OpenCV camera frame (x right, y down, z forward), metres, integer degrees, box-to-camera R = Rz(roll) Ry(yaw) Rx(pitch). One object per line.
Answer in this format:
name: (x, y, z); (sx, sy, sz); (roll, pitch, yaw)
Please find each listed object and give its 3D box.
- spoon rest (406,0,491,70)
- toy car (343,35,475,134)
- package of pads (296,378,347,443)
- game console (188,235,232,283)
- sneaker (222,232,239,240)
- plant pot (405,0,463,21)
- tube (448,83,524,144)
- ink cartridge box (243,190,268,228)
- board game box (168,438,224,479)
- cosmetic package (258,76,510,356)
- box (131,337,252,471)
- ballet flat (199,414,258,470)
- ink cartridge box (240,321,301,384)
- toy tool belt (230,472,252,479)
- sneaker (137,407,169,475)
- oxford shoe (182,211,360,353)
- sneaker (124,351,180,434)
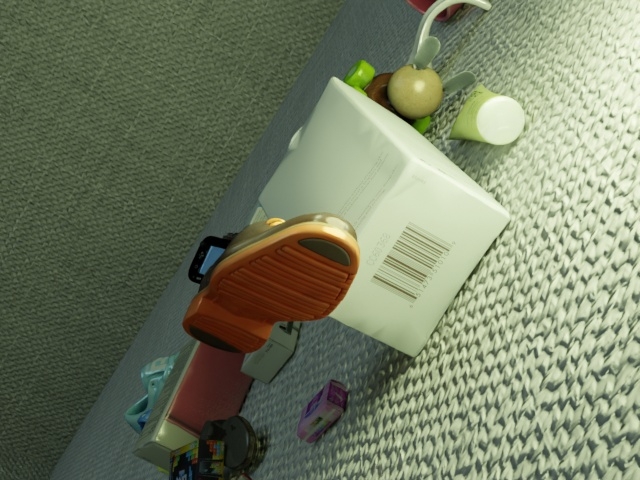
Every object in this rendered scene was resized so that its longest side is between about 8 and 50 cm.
spoon rest: (0.182, -0.318, 1.849); (0.276, 0.084, 0.137); (-55, 13, 21)
toy car: (0.146, -0.239, 1.683); (0.188, 0.155, 0.149); (-38, 23, 37)
package of pads: (0.002, 0.228, 1.425); (0.083, 0.032, 0.050); (-51, 16, 36)
game console: (-0.158, 0.072, 2.098); (0.361, 0.044, 0.213); (12, 66, 52)
sneaker: (-0.161, 0.087, 2.291); (0.299, 0.120, 0.112); (-92, 4, -66)
plant pot: (0.226, -0.539, 1.981); (0.180, 0.201, 0.201); (-45, 11, -7)
tube: (0.214, -0.166, 1.430); (0.070, 0.062, 0.240); (-19, 10, 1)
ink cartridge box: (-0.082, -0.036, 2.180); (0.089, 0.122, 0.052); (-64, 16, -17)
board game box: (-0.204, 0.401, 1.714); (0.170, 0.048, 0.141); (141, 134, -61)
cosmetic package: (0.062, -0.045, 1.375); (0.217, 0.156, 0.385); (-57, 22, 14)
box: (-0.227, 0.305, 1.959); (0.148, 0.126, 0.232); (-38, 25, 60)
ballet flat: (-0.140, 0.330, 1.736); (0.250, 0.058, 0.084); (-20, 54, 67)
ink cartridge box: (-0.081, 0.167, 1.851); (0.099, 0.056, 0.135); (-52, 14, 35)
toy tool belt: (-0.117, 0.368, 1.539); (0.051, 0.052, 0.083); (-53, 11, -5)
sneaker: (-0.274, 0.327, 2.051); (0.091, 0.126, 0.240); (-13, 54, 46)
oxford shoe: (-0.057, 0.021, 1.204); (0.363, 0.130, 0.133); (-32, 36, 57)
sneaker: (-0.292, 0.285, 2.217); (0.366, 0.150, 0.135); (-55, 14, 21)
